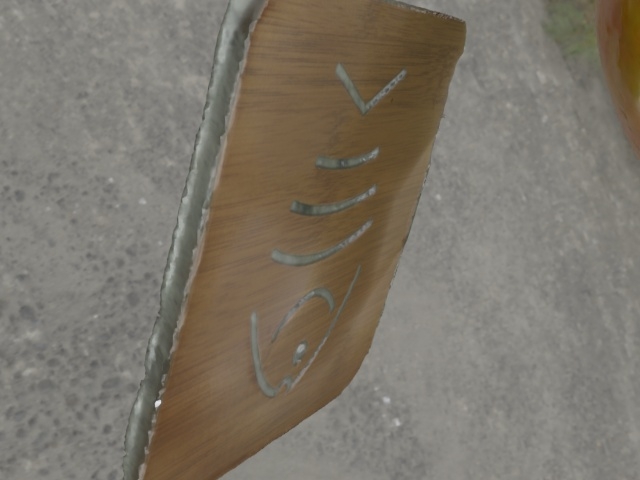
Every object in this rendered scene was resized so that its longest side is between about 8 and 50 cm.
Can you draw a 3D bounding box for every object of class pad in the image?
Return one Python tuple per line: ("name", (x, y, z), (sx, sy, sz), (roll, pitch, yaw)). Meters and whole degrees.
("pad", (0.000, 0.000, 0.516), (0.286, 0.018, 0.284), (-16, 126, -61))

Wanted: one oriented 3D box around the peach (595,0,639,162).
("peach", (0.337, -0.146, 0.418), (0.388, 0.388, 0.389), (31, 47, -41))
